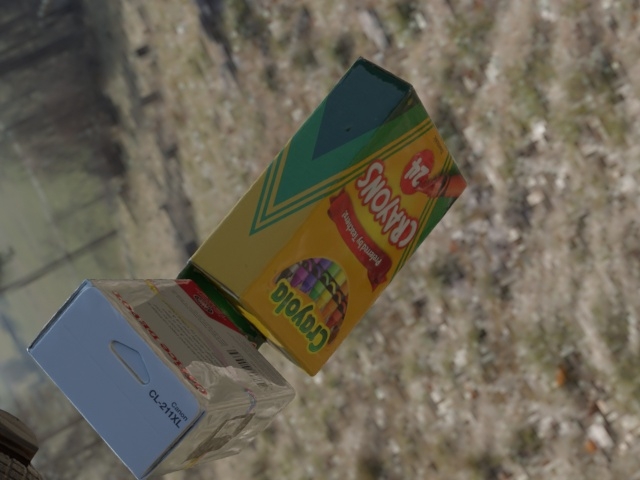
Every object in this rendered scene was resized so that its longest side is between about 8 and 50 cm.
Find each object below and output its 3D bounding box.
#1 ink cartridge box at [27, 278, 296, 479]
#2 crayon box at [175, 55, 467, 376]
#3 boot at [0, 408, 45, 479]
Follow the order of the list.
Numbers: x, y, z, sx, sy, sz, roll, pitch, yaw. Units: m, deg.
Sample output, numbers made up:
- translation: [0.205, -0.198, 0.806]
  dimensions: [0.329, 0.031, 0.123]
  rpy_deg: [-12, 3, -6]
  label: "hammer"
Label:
- translation: [-0.110, 0.094, 1.082]
  dimensions: [0.127, 0.072, 0.175]
  rpy_deg: [47, -167, 15]
  label: "ink cartridge box"
- translation: [0.000, 0.000, 1.514]
  dimensions: [0.081, 0.318, 0.202]
  rpy_deg: [34, 171, 33]
  label: "crayon box"
- translation: [-0.325, 0.246, 1.450]
  dimensions: [0.082, 0.106, 0.219]
  rpy_deg: [35, -174, -13]
  label: "boot"
